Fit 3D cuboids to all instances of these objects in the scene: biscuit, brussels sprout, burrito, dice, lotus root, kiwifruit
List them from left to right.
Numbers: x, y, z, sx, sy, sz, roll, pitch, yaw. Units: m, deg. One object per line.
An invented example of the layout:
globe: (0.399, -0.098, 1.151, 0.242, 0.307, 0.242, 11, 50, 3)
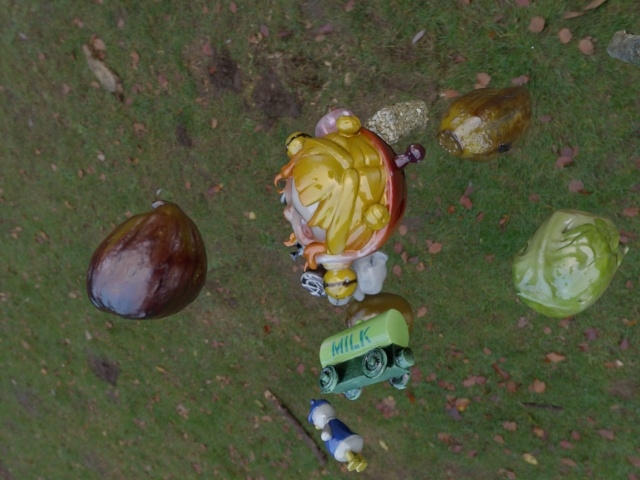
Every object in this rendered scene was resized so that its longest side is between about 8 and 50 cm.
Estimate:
dice: (0.047, -0.257, 0.994, 0.093, 0.091, 0.094, 59, 169, 10)
kiwifruit: (0.197, 0.270, 1.382, 0.234, 0.196, 0.195, -4, 117, -12)
biscuit: (0.153, -0.229, 0.796, 0.082, 0.168, 0.070, -22, 97, 42)
lotus root: (0.431, -0.302, 1.069, 0.193, 0.291, 0.193, 38, 144, 35)
brussels sprout: (0.702, 0.072, 1.169, 0.247, 0.328, 0.327, 25, 123, 33)
burrito: (0.582, -0.352, 0.749, 0.042, 0.171, 0.051, -1, 123, 7)

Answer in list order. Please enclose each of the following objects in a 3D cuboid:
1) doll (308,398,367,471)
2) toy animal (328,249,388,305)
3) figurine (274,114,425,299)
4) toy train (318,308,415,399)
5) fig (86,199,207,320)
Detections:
doll: (0.023, 0.314, 0.672, 0.057, 0.099, 0.143, -53, 44, 1)
toy animal: (0.093, 0.083, 1.128, 0.127, 0.193, 0.178, 50, 162, 45)
figurine: (0.031, -0.064, 0.704, 0.323, 0.196, 0.320, 128, 128, -65)
toy train: (0.088, 0.241, 0.863, 0.105, 0.157, 0.253, 28, 136, -29)
fig: (-0.347, 0.057, 0.831, 0.224, 0.224, 0.263, 39, 102, 6)
